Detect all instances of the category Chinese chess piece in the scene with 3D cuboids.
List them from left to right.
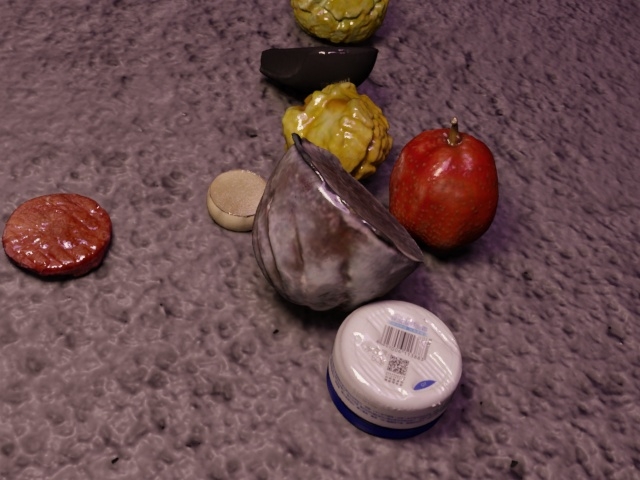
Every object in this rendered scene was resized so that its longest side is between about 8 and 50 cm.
[{"bbox_3d":[-0.148,-0.073,1.528,0.122,0.051,0.122,6,51,-8],"label":"Chinese chess piece"}]

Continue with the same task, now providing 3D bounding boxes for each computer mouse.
[{"bbox_3d":[0.001,-0.345,1.704,0.170,0.100,0.269,-5,12,-31],"label":"computer mouse"}]

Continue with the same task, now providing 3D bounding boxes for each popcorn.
[{"bbox_3d":[0.028,-0.192,1.594,0.203,0.200,0.226,-24,53,21],"label":"popcorn"},{"bbox_3d":[0.043,-0.541,1.885,0.221,0.184,0.204,8,55,-6],"label":"popcorn"}]

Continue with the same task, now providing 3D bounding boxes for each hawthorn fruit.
[{"bbox_3d":[0.227,-0.109,1.500,0.205,0.253,0.205,9,36,-6],"label":"hawthorn fruit"}]

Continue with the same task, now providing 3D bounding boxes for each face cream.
[{"bbox_3d":[0.116,0.197,1.314,0.205,0.111,0.206,6,51,-8],"label":"face cream"}]

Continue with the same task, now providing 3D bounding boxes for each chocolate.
[{"bbox_3d":[0.000,0.000,1.380,0.303,0.213,0.303,42,11,-10],"label":"chocolate"}]

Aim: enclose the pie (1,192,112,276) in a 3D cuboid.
[{"bbox_3d":[-0.443,-0.011,1.414,0.182,0.050,0.182,7,48,-8],"label":"pie"}]
